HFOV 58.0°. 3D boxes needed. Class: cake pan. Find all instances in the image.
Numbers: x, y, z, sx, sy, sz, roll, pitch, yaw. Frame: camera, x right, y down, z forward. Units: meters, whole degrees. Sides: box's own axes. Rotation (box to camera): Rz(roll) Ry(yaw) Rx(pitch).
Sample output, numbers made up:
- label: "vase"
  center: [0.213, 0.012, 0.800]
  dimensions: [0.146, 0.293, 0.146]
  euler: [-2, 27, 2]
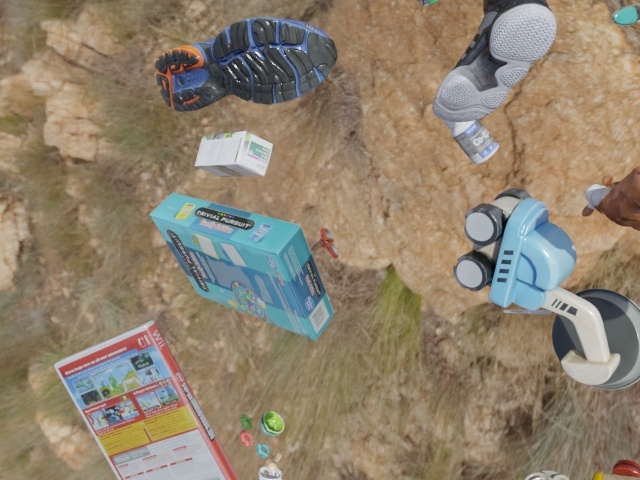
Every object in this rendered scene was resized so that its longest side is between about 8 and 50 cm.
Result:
- label: "cake pan"
  center: [0.800, 0.287, 1.671]
  dimensions: [0.293, 0.054, 0.294]
  euler: [0, 90, 51]

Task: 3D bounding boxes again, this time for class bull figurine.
- label: "bull figurine"
  center: [0.642, -0.074, 1.142]
  dimensions: [0.188, 0.310, 0.101]
  euler: [27, 89, 12]

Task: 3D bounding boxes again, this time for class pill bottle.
- label: "pill bottle"
  center: [0.376, -0.265, 1.448]
  dimensions: [0.078, 0.078, 0.137]
  euler: [-33, 106, 36]

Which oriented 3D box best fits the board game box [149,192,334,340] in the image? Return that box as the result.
- label: "board game box"
  center: [-0.156, 0.048, 1.164]
  dimensions: [0.335, 0.079, 0.254]
  euler: [16, 142, 33]

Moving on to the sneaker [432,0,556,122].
- label: "sneaker"
  center: [0.278, -0.313, 0.941]
  dimensions: [0.101, 0.153, 0.268]
  euler: [19, 151, -14]

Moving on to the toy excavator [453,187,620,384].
- label: "toy excavator"
  center: [0.601, 0.122, 1.546]
  dimensions: [0.445, 0.222, 0.433]
  euler: [26, 124, 36]

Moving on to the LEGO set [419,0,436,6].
- label: "LEGO set"
  center: [0.363, -0.886, 1.739]
  dimensions: [0.331, 0.192, 0.255]
  euler: [-20, 56, 5]

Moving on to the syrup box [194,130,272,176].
- label: "syrup box"
  center: [-0.242, -0.235, 1.593]
  dimensions: [0.236, 0.093, 0.097]
  euler: [5, 79, 50]

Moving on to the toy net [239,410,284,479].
- label: "toy net"
  center: [-0.140, 0.548, 1.491]
  dimensions: [0.045, 0.122, 0.232]
  euler: [-47, 38, 26]

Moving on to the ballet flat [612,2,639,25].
- label: "ballet flat"
  center: [0.674, -0.486, 1.238]
  dimensions: [0.114, 0.041, 0.041]
  euler: [-17, 96, 0]

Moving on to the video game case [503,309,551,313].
- label: "video game case"
  center: [0.644, 0.222, 1.800]
  dimensions: [0.122, 0.087, 0.011]
  euler: [166, 105, -70]

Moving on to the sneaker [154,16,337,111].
- label: "sneaker"
  center: [-0.074, -0.188, 0.597]
  dimensions: [0.221, 0.087, 0.083]
  euler: [7, 123, 35]

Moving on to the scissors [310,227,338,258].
- label: "scissors"
  center: [0.000, 0.000, 1.835]
  dimensions: [0.021, 0.297, 0.109]
  euler: [-22, 78, 16]

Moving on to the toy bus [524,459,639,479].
- label: "toy bus"
  center: [0.302, 0.258, 0.469]
  dimensions: [0.190, 0.202, 0.105]
  euler: [-26, 105, 2]

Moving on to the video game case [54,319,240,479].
- label: "video game case"
  center: [-0.265, 0.280, 0.880]
  dimensions: [0.204, 0.025, 0.285]
  euler: [-24, 97, 24]
